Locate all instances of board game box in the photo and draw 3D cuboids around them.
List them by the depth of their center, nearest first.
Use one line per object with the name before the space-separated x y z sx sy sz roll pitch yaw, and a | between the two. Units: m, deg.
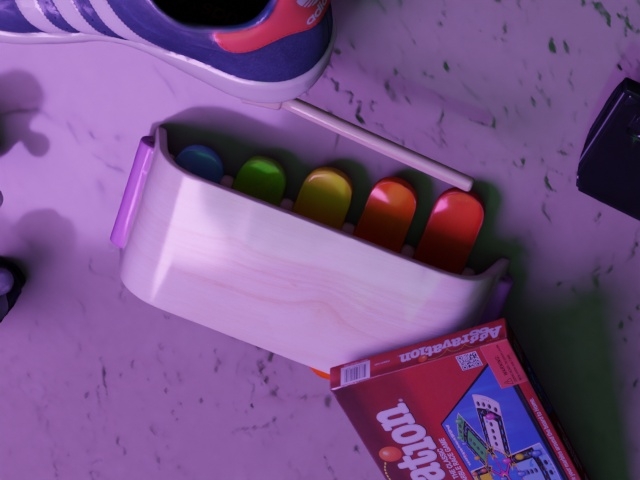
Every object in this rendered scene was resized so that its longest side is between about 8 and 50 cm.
board game box | 0.128 0.180 1.548 0.145 0.027 0.281 -17 130 18

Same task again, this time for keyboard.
keyboard | 0.358 -0.040 1.440 0.317 0.033 0.201 25 140 -2

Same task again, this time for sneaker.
sneaker | -0.156 -0.211 1.400 0.350 0.131 0.148 13 154 6

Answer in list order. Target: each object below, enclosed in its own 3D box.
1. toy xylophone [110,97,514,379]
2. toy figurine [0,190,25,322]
toy xylophone | 0.000 0.000 1.519 0.322 0.081 0.236 28 114 -2
toy figurine | -0.349 0.006 1.549 0.209 0.148 0.213 0 112 10
